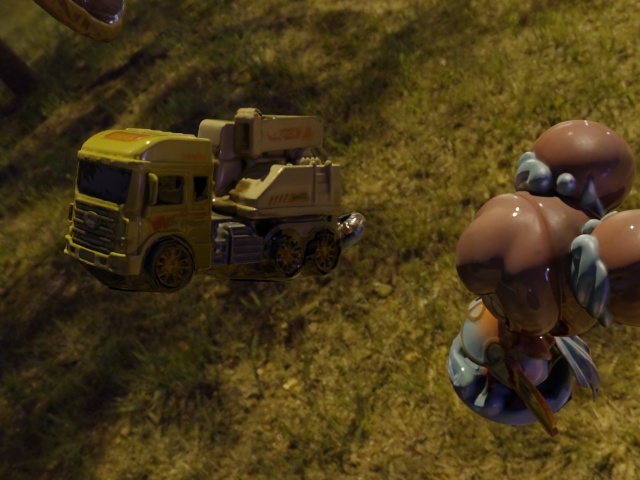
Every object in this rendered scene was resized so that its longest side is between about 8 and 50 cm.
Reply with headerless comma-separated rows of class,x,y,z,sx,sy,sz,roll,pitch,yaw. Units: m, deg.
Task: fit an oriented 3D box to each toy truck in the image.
toy truck,-0.138,-0.059,1.002,0.180,0.254,0.405,10,11,43

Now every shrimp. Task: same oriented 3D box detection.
shrimp,0.000,0.000,1.348,0.233,0.090,0.079,-19,28,49

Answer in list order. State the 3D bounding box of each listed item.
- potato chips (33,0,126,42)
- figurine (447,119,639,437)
potato chips,-0.163,-0.214,0.429,0.061,0.195,0.208,1,33,-3
figurine,0.290,0.072,0.914,0.248,0.388,0.277,-16,50,-3
